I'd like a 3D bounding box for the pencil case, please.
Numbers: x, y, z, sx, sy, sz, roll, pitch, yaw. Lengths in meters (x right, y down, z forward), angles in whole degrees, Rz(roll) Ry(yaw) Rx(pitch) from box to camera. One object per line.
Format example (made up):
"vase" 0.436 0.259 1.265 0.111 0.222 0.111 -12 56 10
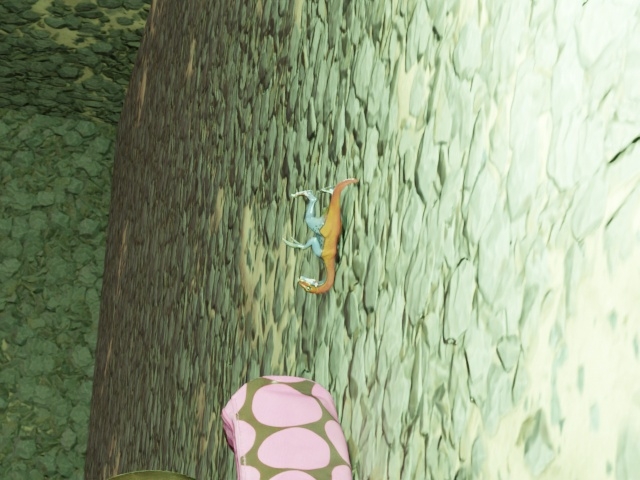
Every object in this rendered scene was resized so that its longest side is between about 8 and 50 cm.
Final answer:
"pencil case" -0.023 0.178 1.069 0.209 0.098 0.095 -105 26 -62

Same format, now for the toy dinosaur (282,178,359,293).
"toy dinosaur" 0.000 0.000 1.212 0.090 0.047 0.082 -20 82 65

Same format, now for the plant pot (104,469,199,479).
"plant pot" -0.101 0.310 1.166 0.230 0.215 0.215 16 98 64
